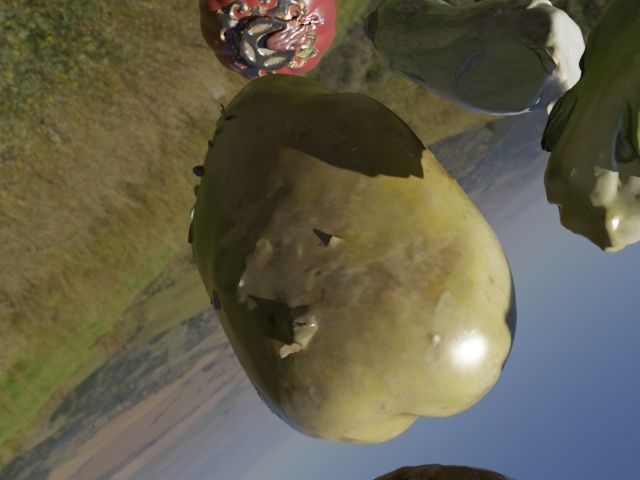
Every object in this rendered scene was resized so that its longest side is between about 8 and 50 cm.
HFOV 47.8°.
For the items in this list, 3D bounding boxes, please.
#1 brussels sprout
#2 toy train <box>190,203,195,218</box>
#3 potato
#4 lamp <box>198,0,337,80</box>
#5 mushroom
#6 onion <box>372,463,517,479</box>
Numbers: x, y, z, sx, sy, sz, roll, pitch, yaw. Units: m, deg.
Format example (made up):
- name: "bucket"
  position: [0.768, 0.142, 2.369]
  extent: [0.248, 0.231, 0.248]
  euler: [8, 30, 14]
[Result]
- name: "brussels sprout"
  position: [0.182, -0.076, 0.352]
  extent: [0.181, 0.101, 0.139]
  euler: [-33, -162, -13]
- name: "toy train"
  position: [-0.154, -0.057, 1.112]
  extent: [0.050, 0.087, 0.138]
  euler: [-39, -163, 33]
- name: "potato"
  position: [0.000, 0.000, 0.491]
  extent: [0.191, 0.296, 0.141]
  euler: [-45, 144, 18]
- name: "lamp"
  position: [-0.085, -0.362, 1.172]
  extent: [0.227, 0.227, 0.227]
  euler: [-38, 172, -6]
- name: "mushroom"
  position: [0.138, -0.197, 0.725]
  extent: [0.109, 0.097, 0.351]
  euler: [-47, -145, -3]
- name: "onion"
  position: [0.120, 0.313, 0.641]
  extent: [0.246, 0.246, 0.190]
  euler: [-43, -159, 28]
